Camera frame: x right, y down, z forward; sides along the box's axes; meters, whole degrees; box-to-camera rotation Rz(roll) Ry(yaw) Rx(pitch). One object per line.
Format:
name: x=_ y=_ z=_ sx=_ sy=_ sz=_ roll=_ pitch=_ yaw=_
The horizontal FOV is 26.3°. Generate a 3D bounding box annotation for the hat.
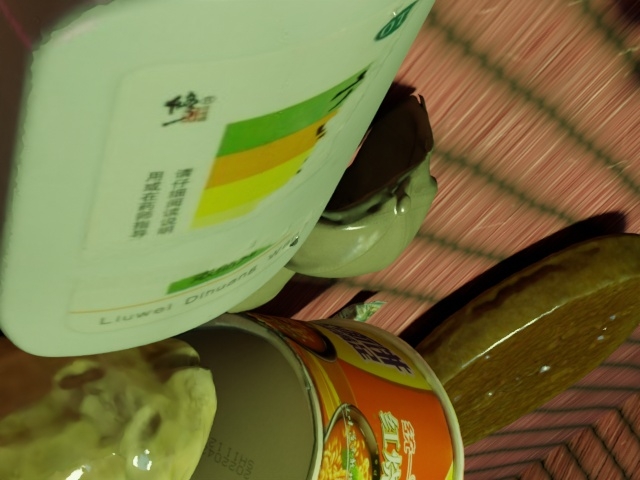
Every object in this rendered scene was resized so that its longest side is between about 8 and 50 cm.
hat: x=0.000 y=0.000 z=0.731 sx=0.147 sy=0.085 sz=0.175 roll=-22 pitch=158 yaw=-33

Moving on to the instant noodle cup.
instant noodle cup: x=-0.036 y=0.138 z=0.870 sx=0.213 sy=0.213 sz=0.174 roll=-37 pitch=154 yaw=14

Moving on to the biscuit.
biscuit: x=0.167 y=0.114 z=1.336 sx=0.350 sy=0.070 sz=0.394 roll=-25 pitch=160 yaw=-16

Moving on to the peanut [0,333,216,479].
peanut: x=-0.178 y=0.119 z=0.683 sx=0.290 sy=0.130 sz=0.130 roll=-19 pitch=158 yaw=-31

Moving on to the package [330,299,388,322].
package: x=0.002 y=0.074 z=1.041 sx=0.110 sy=0.015 sz=0.037 roll=-36 pitch=167 yaw=15

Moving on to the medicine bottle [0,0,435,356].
medicine bottle: x=-0.037 y=-0.075 z=0.440 sx=0.161 sy=0.111 sz=0.296 roll=-24 pitch=159 yaw=-29
